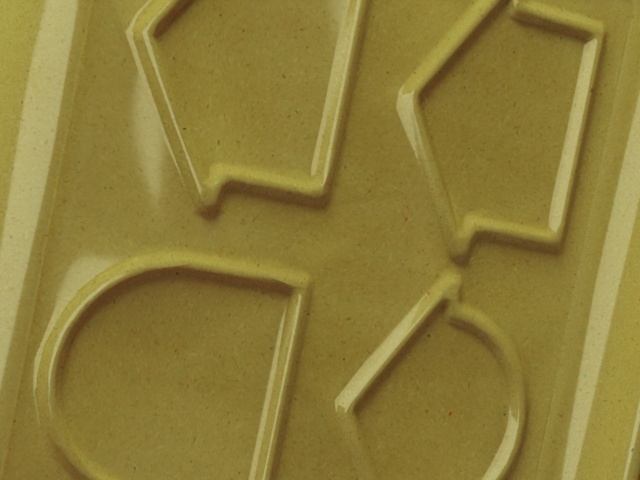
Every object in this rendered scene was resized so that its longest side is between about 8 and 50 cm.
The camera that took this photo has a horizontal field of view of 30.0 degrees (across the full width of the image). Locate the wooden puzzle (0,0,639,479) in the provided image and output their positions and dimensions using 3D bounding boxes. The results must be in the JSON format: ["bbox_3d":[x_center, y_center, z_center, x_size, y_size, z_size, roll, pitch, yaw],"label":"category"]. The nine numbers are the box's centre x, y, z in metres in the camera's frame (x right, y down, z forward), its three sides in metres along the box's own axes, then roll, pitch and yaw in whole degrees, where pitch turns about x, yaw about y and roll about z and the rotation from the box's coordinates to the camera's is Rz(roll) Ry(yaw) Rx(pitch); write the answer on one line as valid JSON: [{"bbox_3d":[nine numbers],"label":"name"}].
[{"bbox_3d":[0.000,0.000,0.564,0.348,0.080,0.322,11,92,-17],"label":"wooden puzzle"}]
